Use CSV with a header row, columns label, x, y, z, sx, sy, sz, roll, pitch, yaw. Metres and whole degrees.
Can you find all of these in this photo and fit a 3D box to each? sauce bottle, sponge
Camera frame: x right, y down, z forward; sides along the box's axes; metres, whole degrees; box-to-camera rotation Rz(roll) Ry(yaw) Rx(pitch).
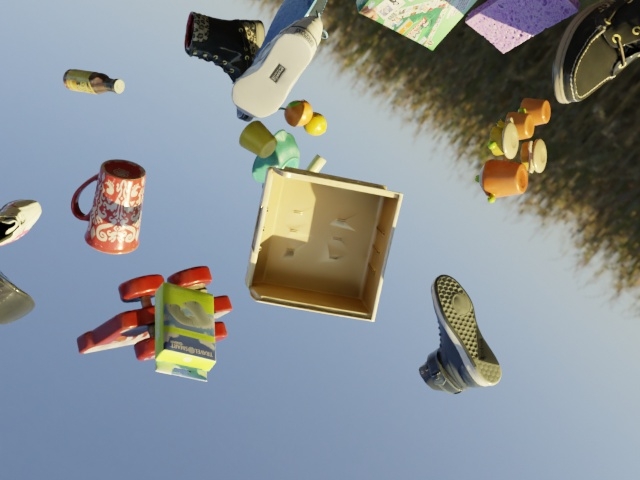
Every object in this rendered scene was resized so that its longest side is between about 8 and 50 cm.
label,x,y,z,sx,sy,sz,roll,pitch,yaw
sauce bottle,-0.414,-0.289,1.555,0.128,0.042,0.042,13,180,32
sponge,0.410,-0.467,1.738,0.117,0.210,0.031,34,-121,-22

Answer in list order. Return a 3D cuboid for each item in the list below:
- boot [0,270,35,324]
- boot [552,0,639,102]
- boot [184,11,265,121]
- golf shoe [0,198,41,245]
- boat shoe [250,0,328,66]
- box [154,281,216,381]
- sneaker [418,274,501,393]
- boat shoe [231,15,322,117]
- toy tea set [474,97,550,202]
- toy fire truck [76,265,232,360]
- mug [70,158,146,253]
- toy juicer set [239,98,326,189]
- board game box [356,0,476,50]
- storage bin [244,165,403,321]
label,x,y,z,sx,sy,sz,roll,pitch,yaw
boot,-0.722,0.045,1.819,0.229,0.091,0.263,53,170,25
boot,0.642,-0.382,1.619,0.284,0.377,0.138,19,142,42
boot,-0.222,-0.395,1.926,0.178,0.236,0.085,4,180,-30
golf shoe,-0.586,-0.027,1.604,0.186,0.086,0.067,-46,-57,-52
boat shoe,-0.055,-0.417,1.742,0.089,0.258,0.109,13,-141,-39
box,-0.253,0.169,1.588,0.109,0.042,0.178,17,-137,-28
sneaker,0.238,0.190,1.650,0.086,0.163,0.226,-17,-100,-34
boat shoe,-0.079,-0.327,1.594,0.096,0.267,0.088,37,-126,-7
toy tea set,0.472,-0.237,2.123,0.124,0.200,0.336,2,-154,34
toy fire truck,-0.365,0.181,1.911,0.302,0.254,0.169,-8,-103,-44
mug,-0.434,-0.075,1.743,0.150,0.169,0.113,9,-151,-15
toy juicer set,-0.076,-0.210,1.965,0.089,0.209,0.329,39,164,24
board game box,0.253,-0.566,1.797,0.213,0.317,0.046,19,-137,-31
storage bin,0.000,0.000,1.701,0.260,0.262,0.123,10,-169,-10
